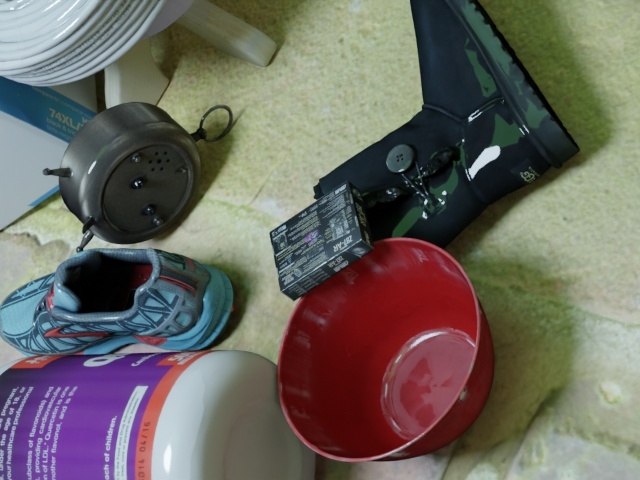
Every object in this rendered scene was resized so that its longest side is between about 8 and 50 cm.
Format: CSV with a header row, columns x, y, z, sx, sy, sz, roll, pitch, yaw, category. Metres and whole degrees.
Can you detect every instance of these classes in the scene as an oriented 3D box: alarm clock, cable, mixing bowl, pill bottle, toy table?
x,y,z,sx,sy,sz,roll,pitch,yaw,category
-0.158,-0.070,1.495,0.192,0.129,0.064,-36,47,-19,alarm clock
-0.234,-0.257,1.451,0.257,0.089,0.257,-14,60,32,cable
0.067,0.098,1.253,0.181,0.098,0.181,-16,59,29,mixing bowl
-0.176,0.183,1.332,0.323,0.181,0.181,-4,65,35,pill bottle
-0.171,-0.242,1.563,0.252,0.161,0.274,-52,47,3,toy table

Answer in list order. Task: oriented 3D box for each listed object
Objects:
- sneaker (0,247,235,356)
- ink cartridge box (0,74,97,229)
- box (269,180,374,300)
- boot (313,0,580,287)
x,y,z,sx,sy,sz,roll,pitch,yaw,category
-0.210,0.044,1.466,0.262,0.125,0.104,-10,61,32,sneaker
-0.365,-0.179,1.634,0.198,0.197,0.270,-30,52,31,ink cartridge box
0.000,0.000,1.278,0.083,0.018,0.067,-34,44,21,box
0.076,-0.101,1.351,0.207,0.094,0.246,-35,57,12,boot
